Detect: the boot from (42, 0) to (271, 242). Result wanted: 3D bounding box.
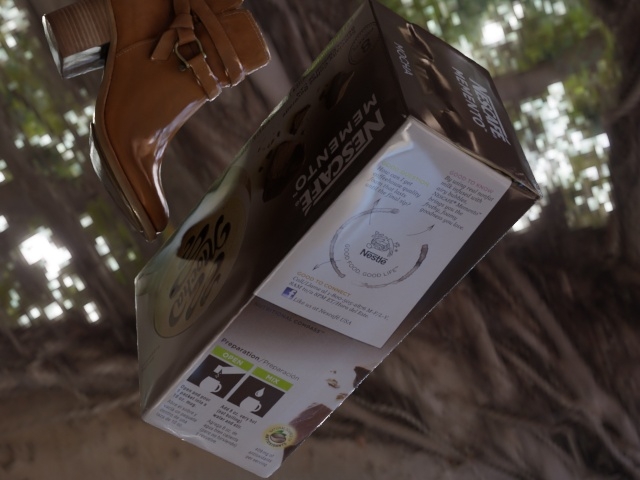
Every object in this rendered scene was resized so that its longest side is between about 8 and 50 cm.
[{"bbox_3d":[-0.107,-0.110,1.157,0.152,0.197,0.073,-19,178,-15],"label":"boot"}]

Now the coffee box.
[{"bbox_3d":[0.000,0.000,1.079,0.297,0.119,0.168,-48,-151,25],"label":"coffee box"}]
